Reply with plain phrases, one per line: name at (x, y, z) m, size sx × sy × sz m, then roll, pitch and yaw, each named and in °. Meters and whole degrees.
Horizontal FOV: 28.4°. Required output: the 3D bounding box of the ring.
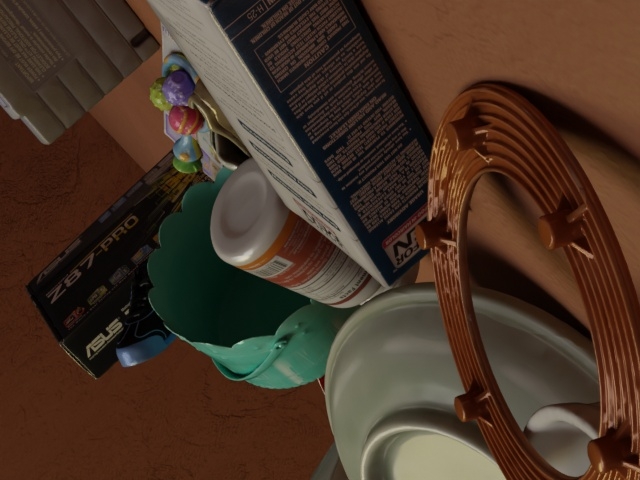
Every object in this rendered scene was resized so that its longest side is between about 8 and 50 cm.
ring at (0.133, 0.060, 0.873) m, size 0.336 × 0.032 × 0.336 m, roll 165°, pitch 90°, yaw -77°

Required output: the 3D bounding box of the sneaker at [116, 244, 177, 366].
sneaker at (-0.233, 0.085, 1.732) m, size 0.090 × 0.081 × 0.232 m, roll 65°, pitch -160°, yaw -18°

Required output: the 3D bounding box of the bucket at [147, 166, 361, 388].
bucket at (-0.074, 0.054, 1.679) m, size 0.281 × 0.281 × 0.183 m, roll 42°, pitch 174°, yaw 39°

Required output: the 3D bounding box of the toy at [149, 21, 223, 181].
toy at (-0.184, -0.173, 1.671) m, size 0.137 × 0.056 × 0.237 m, roll 44°, pitch 154°, yaw 25°

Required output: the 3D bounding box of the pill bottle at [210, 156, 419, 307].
pill bottle at (0.000, 0.000, 1.342) m, size 0.216 × 0.121 × 0.121 m, roll 24°, pitch -172°, yaw -37°

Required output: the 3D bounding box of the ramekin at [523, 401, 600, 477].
ramekin at (0.258, 0.234, 0.895) m, size 0.277 × 0.135 × 0.277 m, roll 167°, pitch 90°, yaw -77°

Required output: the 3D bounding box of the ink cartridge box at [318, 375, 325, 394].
ink cartridge box at (0.080, 0.241, 2.112) m, size 0.308 × 0.091 × 0.385 m, roll -93°, pitch -20°, yaw -68°

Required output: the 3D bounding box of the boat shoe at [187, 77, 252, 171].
boat shoe at (-0.070, -0.118, 1.387) m, size 0.113 × 0.103 × 0.302 m, roll 44°, pitch 171°, yaw 27°

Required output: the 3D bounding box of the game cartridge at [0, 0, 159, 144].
game cartridge at (-0.417, -0.333, 1.755) m, size 0.355 × 0.230 × 0.068 m, roll 53°, pitch 171°, yaw -26°

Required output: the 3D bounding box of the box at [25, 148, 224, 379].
box at (-0.265, 0.009, 1.982) m, size 0.097 × 0.395 × 0.318 m, roll 49°, pitch 173°, yaw -24°

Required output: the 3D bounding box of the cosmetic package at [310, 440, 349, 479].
cosmetic package at (0.087, 0.353, 1.494) m, size 0.224 × 0.138 × 0.224 m, roll 31°, pitch -155°, yaw 0°

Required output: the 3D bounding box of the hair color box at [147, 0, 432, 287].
hair color box at (-0.019, -0.130, 1.054) m, size 0.174 × 0.105 × 0.347 m, roll 40°, pitch 169°, yaw 45°

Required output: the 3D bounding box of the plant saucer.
plant saucer at (0.150, 0.232, 1.208) m, size 0.400 × 0.100 × 0.400 m, roll 23°, pitch 132°, yaw 28°
